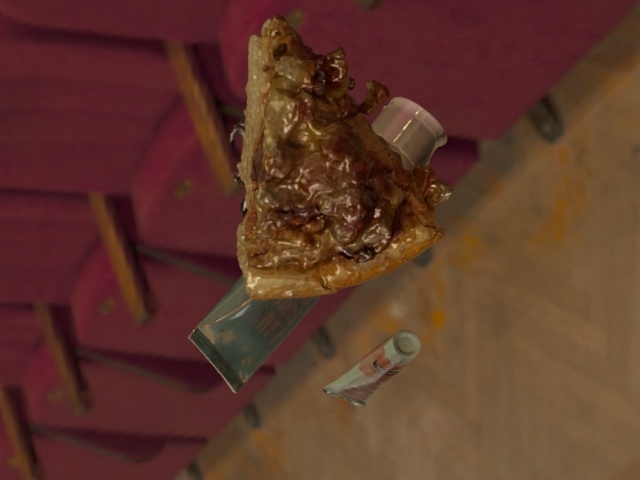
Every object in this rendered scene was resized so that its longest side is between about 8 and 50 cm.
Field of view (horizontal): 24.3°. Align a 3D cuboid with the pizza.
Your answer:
[{"bbox_3d":[-0.001,-0.053,0.960,0.069,0.154,0.194,-94,-13,-62],"label":"pizza"}]

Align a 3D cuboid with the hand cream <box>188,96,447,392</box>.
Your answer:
[{"bbox_3d":[0.000,0.000,1.388,0.070,0.312,0.111,28,163,34],"label":"hand cream"}]

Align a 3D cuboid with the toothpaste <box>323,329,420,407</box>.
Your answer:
[{"bbox_3d":[0.060,0.151,1.707,0.205,0.056,0.036,130,162,-60],"label":"toothpaste"}]
